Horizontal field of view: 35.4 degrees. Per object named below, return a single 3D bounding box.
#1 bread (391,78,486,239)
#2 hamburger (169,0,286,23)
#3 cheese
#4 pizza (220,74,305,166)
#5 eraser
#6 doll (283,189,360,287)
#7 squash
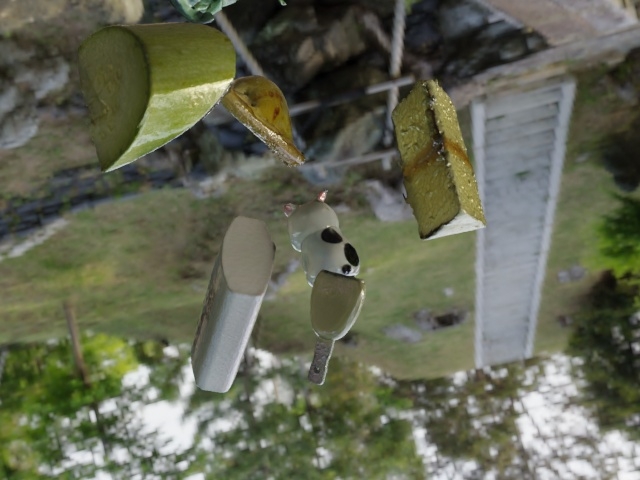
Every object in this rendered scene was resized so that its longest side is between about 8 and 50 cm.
[{"bbox_3d":[0.214,-0.141,1.809,0.142,0.266,0.178,1,162,-34],"label":"bread"},{"bbox_3d":[-0.174,-0.421,1.355,0.151,0.260,0.276,-7,-165,40],"label":"hamburger"},{"bbox_3d":[0.014,0.147,1.682,0.097,0.192,0.037,14,177,29],"label":"cheese"},{"bbox_3d":[-0.110,-0.243,1.774,0.081,0.188,0.204,-38,140,12],"label":"pizza"},{"bbox_3d":[-0.151,0.110,1.693,0.095,0.174,0.270,11,135,-9],"label":"eraser"},{"bbox_3d":[0.002,0.007,1.922,0.110,0.180,0.107,-16,155,-31],"label":"doll"},{"bbox_3d":[-0.247,-0.238,1.557,0.204,0.236,0.155,-30,157,32],"label":"squash"}]
